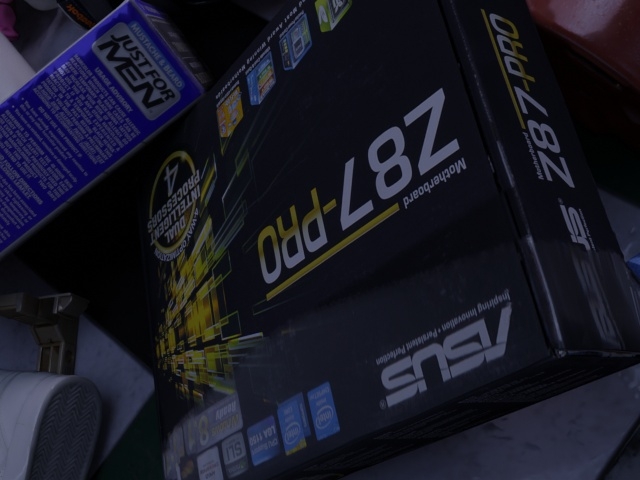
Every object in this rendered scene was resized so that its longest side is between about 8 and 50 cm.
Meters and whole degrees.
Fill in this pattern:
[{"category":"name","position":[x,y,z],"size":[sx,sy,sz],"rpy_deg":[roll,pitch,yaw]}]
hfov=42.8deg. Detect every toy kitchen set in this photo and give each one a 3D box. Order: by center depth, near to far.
[{"category":"toy kitchen set","position":[-0.254,0.092,0.765],"size":[0.068,0.083,0.075],"rpy_deg":[-9,67,20]}]

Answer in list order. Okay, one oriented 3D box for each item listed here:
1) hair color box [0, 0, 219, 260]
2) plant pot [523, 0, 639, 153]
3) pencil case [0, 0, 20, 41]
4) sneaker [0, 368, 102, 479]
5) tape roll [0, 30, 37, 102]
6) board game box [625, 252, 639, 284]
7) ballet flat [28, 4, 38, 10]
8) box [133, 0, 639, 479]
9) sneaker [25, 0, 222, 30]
[{"category":"hair color box","position":[-0.260,-0.079,0.767],"size":[0.339,0.185,0.110],"rpy_deg":[-36,102,5]},{"category":"plant pot","position":[0.254,-0.220,0.589],"size":[0.272,0.272,0.265],"rpy_deg":[38,95,29]},{"category":"pencil case","position":[-0.386,-0.325,0.919],"size":[0.098,0.095,0.209],"rpy_deg":[11,102,58]},{"category":"sneaker","position":[-0.310,0.254,0.726],"size":[0.169,0.108,0.292],"rpy_deg":[4,68,31]},{"category":"tape roll","position":[-0.412,-0.105,0.803],"size":[0.286,0.286,0.100],"rpy_deg":[-38,104,5]},{"category":"board game box","position":[0.291,0.027,0.602],"size":[0.090,0.020,0.090],"rpy_deg":[-37,61,7]},{"category":"ballet flat","position":[-0.355,-0.355,0.998],"size":[0.057,0.052,0.168],"rpy_deg":[-28,62,12]},{"category":"box","position":[0.000,0.000,0.589],"size":[0.395,0.097,0.318],"rpy_deg":[-35,58,43]},{"category":"sneaker","position":[-0.197,-0.277,0.864],"size":[0.321,0.126,0.127],"rpy_deg":[18,74,36]}]
